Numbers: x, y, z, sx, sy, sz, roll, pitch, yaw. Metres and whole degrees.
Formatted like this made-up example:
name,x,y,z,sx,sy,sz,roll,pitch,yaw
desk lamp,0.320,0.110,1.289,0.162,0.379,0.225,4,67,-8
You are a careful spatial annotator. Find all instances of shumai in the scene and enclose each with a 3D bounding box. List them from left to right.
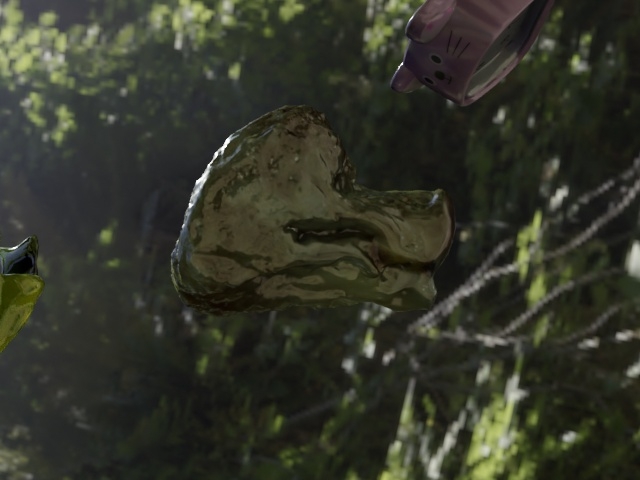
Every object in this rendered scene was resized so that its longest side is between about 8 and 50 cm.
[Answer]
name,x,y,z,sx,sy,sz,roll,pitch,yaw
shumai,0.000,0.000,1.317,0.272,0.204,0.222,-33,-31,-43

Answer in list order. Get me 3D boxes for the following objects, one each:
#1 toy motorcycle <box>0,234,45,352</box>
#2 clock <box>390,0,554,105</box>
name,x,y,z,sx,sy,sz,roll,pitch,yaw
toy motorcycle,-0.251,-0.044,0.774,0.206,0.142,0.342,-19,-79,-67
clock,0.110,-0.147,0.994,0.110,0.050,0.152,-42,-11,-15
